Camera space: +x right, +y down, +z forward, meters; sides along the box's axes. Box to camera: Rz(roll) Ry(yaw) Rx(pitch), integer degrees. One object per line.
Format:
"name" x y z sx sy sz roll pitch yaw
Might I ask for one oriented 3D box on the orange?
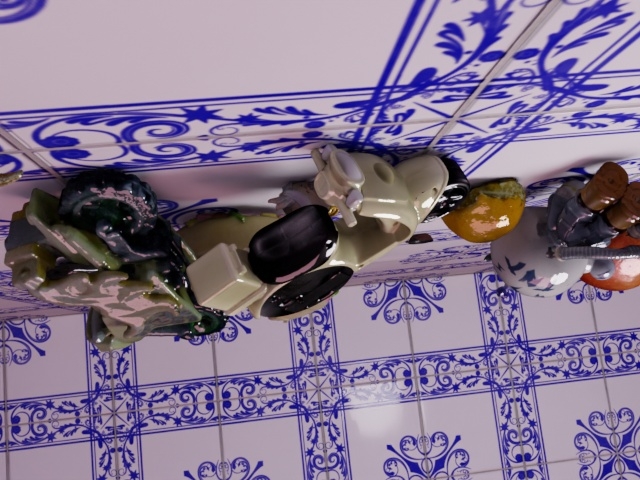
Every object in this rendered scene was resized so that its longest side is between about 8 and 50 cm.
"orange" 0.302 -0.051 1.169 0.160 0.112 0.170 -8 -177 11

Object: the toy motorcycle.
"toy motorcycle" -0.300 0.051 0.955 0.236 0.169 0.410 -14 141 4

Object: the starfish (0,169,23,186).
"starfish" -0.424 -0.065 0.696 0.175 0.053 0.208 -3 170 -18

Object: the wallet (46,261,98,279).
"wallet" -0.512 0.072 1.580 0.321 0.044 0.170 -2 172 -44

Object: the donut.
"donut" -0.127 0.052 1.216 0.371 0.150 0.307 17 154 -40

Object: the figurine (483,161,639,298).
"figurine" 0.462 -0.015 1.212 0.186 0.261 0.382 -36 168 -30

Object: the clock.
"clock" 0.018 -0.012 0.899 0.379 0.120 0.276 -38 153 19

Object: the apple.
"apple" 0.657 0.003 1.407 0.218 0.218 0.201 -4 146 -15

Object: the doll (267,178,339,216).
"doll" -0.020 -0.066 0.974 0.127 0.073 0.084 -3 139 -48

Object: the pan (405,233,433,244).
"pan" 0.258 -0.004 1.684 0.068 0.024 0.115 -11 173 35
